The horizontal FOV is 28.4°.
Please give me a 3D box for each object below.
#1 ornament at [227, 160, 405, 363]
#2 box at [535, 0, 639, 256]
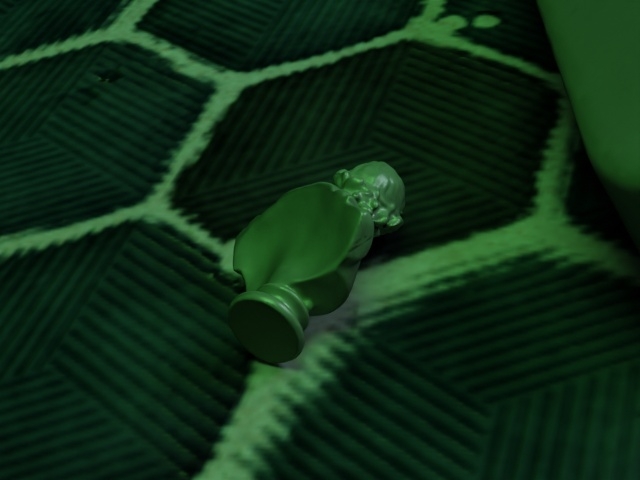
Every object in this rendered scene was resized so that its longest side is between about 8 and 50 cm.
[{"bbox_3d":[-0.001,0.002,0.466,0.092,0.041,0.068,-39,20,-17],"label":"ornament"},{"bbox_3d":[0.260,-0.163,0.486,0.373,0.090,0.367,-26,32,18],"label":"box"}]
